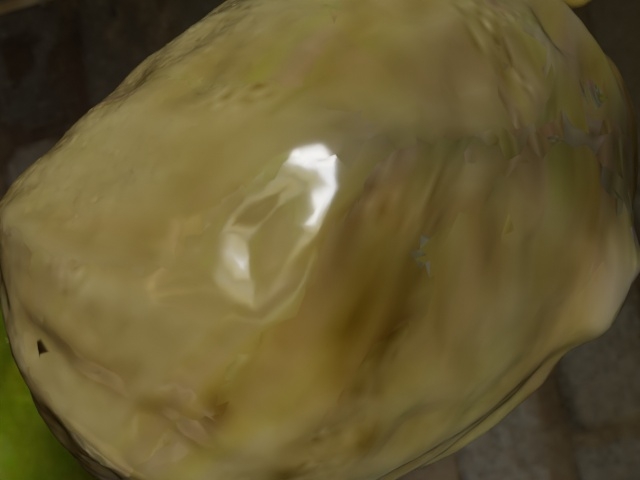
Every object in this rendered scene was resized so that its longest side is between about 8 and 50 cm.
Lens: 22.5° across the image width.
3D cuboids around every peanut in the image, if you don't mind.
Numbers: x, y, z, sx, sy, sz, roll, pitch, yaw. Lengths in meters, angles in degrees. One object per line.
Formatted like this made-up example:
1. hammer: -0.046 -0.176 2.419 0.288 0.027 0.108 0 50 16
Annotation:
1. peanut: 0.000 0.000 0.375 0.159 0.109 0.141 -5 119 -43

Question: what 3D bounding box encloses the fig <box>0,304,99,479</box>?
1. fig: -0.136 0.097 0.700 0.275 0.206 0.206 4 72 -56

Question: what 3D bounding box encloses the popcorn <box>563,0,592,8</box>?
1. popcorn: 0.100 -0.225 0.916 0.190 0.250 0.250 10 59 -30
